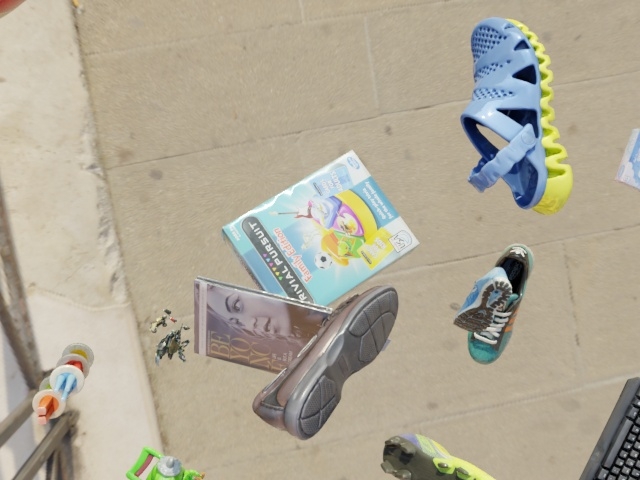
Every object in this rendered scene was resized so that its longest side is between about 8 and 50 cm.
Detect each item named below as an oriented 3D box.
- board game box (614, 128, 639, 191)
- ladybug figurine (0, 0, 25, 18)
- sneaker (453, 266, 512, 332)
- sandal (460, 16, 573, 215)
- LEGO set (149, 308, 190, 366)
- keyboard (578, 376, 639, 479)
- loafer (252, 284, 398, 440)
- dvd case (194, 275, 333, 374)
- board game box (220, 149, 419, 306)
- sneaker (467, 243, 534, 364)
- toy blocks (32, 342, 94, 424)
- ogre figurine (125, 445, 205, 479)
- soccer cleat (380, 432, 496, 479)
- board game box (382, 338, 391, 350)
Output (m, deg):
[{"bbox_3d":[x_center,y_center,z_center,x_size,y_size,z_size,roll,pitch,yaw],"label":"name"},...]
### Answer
[{"bbox_3d":[0.534,-0.124,1.191,0.090,0.020,0.090,19,91,-20],"label":"board game box"},{"bbox_3d":[-0.414,-0.427,0.854,0.162,0.305,0.449,54,124,31],"label":"ladybug figurine"},{"bbox_3d":[0.312,0.113,1.395,0.063,0.073,0.162,27,129,-9],"label":"sneaker"},{"bbox_3d":[0.270,-0.189,1.081,0.138,0.126,0.317,-5,72,-16],"label":"sandal"},{"bbox_3d":[-0.167,0.106,0.796,0.023,0.054,0.083,18,127,27],"label":"LEGO set"},{"bbox_3d":[0.329,0.241,0.745,0.108,0.023,0.180,25,92,0],"label":"keyboard"},{"bbox_3d":[0.012,0.159,1.075,0.095,0.302,0.109,9,129,33],"label":"loafer"},{"bbox_3d":[-0.097,0.147,1.167,0.221,0.018,0.164,14,128,7],"label":"dvd case"},{"bbox_3d":[0.000,0.000,1.541,0.336,0.079,0.254,-33,81,-17],"label":"board game box"},{"bbox_3d":[0.405,0.151,1.683,0.108,0.121,0.302,20,101,21],"label":"sneaker"},{"bbox_3d":[-0.416,0.240,1.157,0.054,0.148,0.123,34,95,-14],"label":"toy blocks"},{"bbox_3d":[-0.210,0.334,0.931,0.097,0.197,0.118,16,70,14],"label":"ogre figurine"},{"bbox_3d":[0.224,0.387,1.183,0.121,0.289,0.093,9,95,-39],"label":"soccer cleat"},{"bbox_3d":[0.065,0.180,1.404,0.133,0.168,0.033,7,71,1],"label":"board game box"}]
